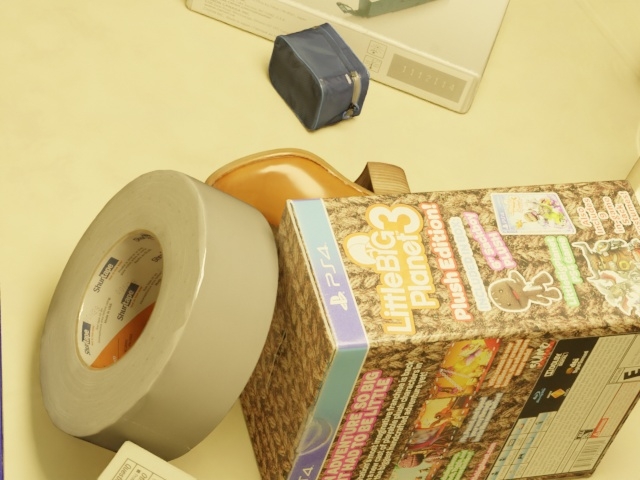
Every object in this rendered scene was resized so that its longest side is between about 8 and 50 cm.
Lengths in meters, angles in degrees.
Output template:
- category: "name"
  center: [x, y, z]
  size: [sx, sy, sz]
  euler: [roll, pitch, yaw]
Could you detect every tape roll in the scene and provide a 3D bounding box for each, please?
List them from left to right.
- category: "tape roll"
  center: [-0.128, 0.057, 1.419]
  size: [0.072, 0.219, 0.219]
  euler: [26, 43, -32]

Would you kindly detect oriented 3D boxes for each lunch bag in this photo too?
- category: "lunch bag"
  center: [0.004, -0.154, 1.728]
  size: [0.065, 0.067, 0.098]
  euler: [-21, 60, -29]

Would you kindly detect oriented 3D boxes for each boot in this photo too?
- category: "boot"
  center: [0.000, 0.000, 1.604]
  size: [0.197, 0.073, 0.152]
  euler: [0, 57, -13]

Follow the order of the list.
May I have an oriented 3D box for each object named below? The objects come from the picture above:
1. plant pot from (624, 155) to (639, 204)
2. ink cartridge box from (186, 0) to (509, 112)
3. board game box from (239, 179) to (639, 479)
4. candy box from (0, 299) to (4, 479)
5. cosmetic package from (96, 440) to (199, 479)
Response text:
- category: "plant pot"
  center: [0.322, -0.025, 1.698]
  size: [0.096, 0.109, 0.109]
  euler: [-40, 71, -22]
- category: "ink cartridge box"
  center: [0.048, -0.282, 1.846]
  size: [0.296, 0.066, 0.261]
  euler: [21, 51, 1]
- category: "board game box"
  center: [0.103, 0.084, 1.460]
  size: [0.291, 0.232, 0.141]
  euler: [-4, 53, -19]
- category: "candy box"
  center: [-0.363, 0.175, 1.326]
  size: [0.268, 0.122, 0.317]
  euler: [2, 51, -14]
- category: "cosmetic package"
  center: [-0.054, 0.296, 1.323]
  size: [0.309, 0.113, 0.160]
  euler: [30, 51, 8]
